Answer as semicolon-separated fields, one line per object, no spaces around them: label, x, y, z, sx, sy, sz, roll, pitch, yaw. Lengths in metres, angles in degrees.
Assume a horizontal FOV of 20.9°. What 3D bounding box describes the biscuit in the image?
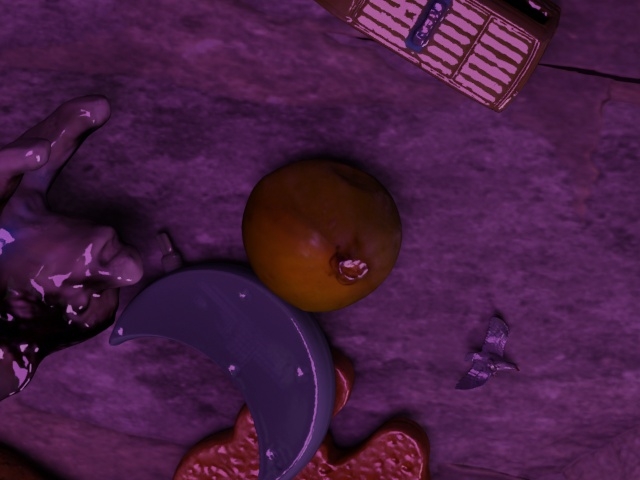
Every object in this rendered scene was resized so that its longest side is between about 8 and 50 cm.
biscuit;-0.042;0.257;1.689;0.202;0.047;0.334;40;111;0

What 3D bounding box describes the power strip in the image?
power strip;-0.085;0.103;1.611;0.167;0.054;0.253;-46;79;16

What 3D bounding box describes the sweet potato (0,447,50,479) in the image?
sweet potato;-0.331;0.235;1.734;0.274;0.067;0.067;28;114;-3

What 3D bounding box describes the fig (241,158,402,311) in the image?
fig;0.002;-0.005;1.543;0.153;0.121;0.136;-7;117;39

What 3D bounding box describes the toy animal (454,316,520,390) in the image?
toy animal;0.160;0.112;1.599;0.050;0.028;0.084;31;115;8

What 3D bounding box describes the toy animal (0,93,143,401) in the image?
toy animal;-0.310;0.038;1.585;0.344;0.194;0.302;-3;115;25

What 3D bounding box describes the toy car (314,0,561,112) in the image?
toy car;0.071;-0.210;1.438;0.257;0.124;0.101;31;113;-2
